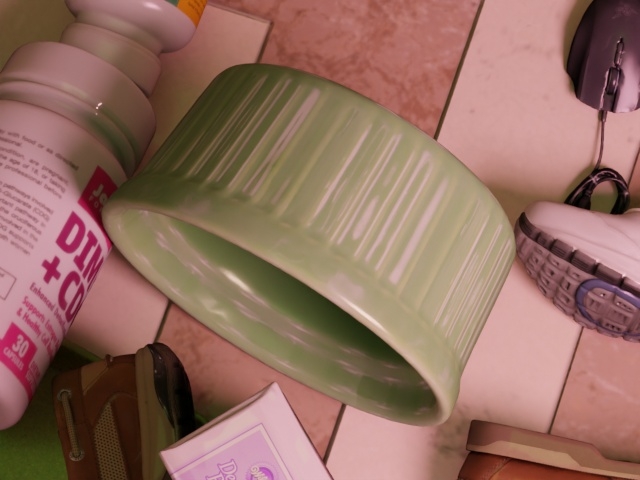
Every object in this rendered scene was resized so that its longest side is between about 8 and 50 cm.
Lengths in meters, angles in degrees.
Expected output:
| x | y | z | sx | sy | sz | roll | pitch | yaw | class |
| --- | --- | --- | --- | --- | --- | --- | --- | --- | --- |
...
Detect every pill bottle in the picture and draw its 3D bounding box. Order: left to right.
| x | y | z | sx | sy | sz | roll | pitch | yaw | class |
| --- | --- | --- | --- | --- | --- | --- | --- | --- | --- |
| -0.246 | -0.008 | 1.357 | 0.160 | 0.160 | 0.283 | 21 | 62 | 5 | pill bottle |
| -0.146 | -0.230 | 1.449 | 0.117 | 0.117 | 0.208 | 20 | 80 | 5 | pill bottle |

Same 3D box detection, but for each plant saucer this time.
| x | y | z | sx | sy | sz | roll | pitch | yaw | class |
| --- | --- | --- | --- | --- | --- | --- | --- | --- | --- |
| -0.211 | 0.186 | 1.404 | 0.188 | 0.045 | 0.188 | 28 | 81 | 6 | plant saucer |

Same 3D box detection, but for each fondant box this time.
| x | y | z | sx | sy | sz | roll | pitch | yaw | class |
| --- | --- | --- | --- | --- | --- | --- | --- | --- | --- |
| -0.003 | 0.243 | 1.243 | 0.096 | 0.330 | 0.238 | -29 | 79 | -4 | fondant box |

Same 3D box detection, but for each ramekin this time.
| x | y | z | sx | sy | sz | roll | pitch | yaw | class |
| --- | --- | --- | --- | --- | --- | --- | --- | --- | --- |
| 0.000 | 0.000 | 1.314 | 0.303 | 0.303 | 0.148 | 29 | 74 | 7 | ramekin |

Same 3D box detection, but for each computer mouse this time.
| x | y | z | sx | sy | sz | roll | pitch | yaw | class |
| --- | --- | --- | --- | --- | --- | --- | --- | --- | --- |
| 0.238 | -0.100 | 1.453 | 0.071 | 0.041 | 0.242 | 9 | 80 | 2 | computer mouse |

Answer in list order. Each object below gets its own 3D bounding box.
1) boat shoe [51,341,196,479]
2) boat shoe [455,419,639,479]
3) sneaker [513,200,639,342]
| x | y | z | sx | sy | sz | roll | pitch | yaw | class |
| --- | --- | --- | --- | --- | --- | --- | --- | --- | --- |
| -0.150 | 0.238 | 1.300 | 0.120 | 0.122 | 0.324 | -6 | 63 | 1 | boat shoe |
| 0.256 | 0.225 | 1.361 | 0.307 | 0.111 | 0.104 | 12 | 83 | 14 | boat shoe |
| 0.300 | 0.022 | 1.405 | 0.297 | 0.111 | 0.129 | 19 | 67 | -4 | sneaker |
